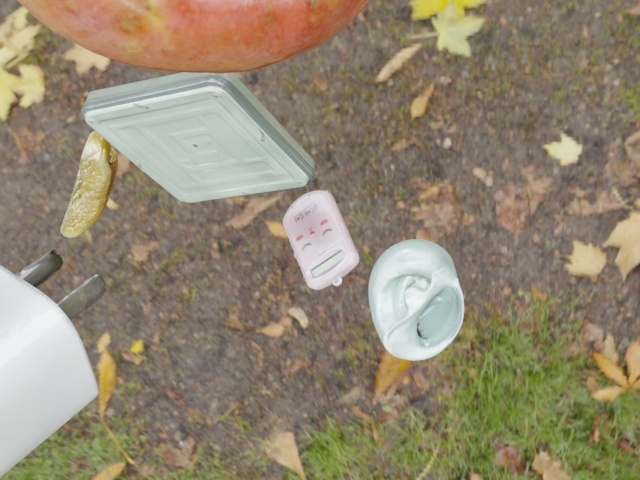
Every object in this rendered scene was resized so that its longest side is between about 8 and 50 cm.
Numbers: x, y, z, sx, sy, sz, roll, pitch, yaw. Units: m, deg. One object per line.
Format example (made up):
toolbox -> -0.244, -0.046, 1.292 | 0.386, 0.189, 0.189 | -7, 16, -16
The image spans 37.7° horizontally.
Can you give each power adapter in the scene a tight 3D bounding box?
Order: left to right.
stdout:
power adapter -> -0.288, 0.096, 0.749 | 0.187, 0.124, 0.255 | 25, 50, 31

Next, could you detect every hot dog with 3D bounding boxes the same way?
hot dog -> -0.446, -0.102, 1.831 | 0.073, 0.242, 0.084 | 21, 34, -8

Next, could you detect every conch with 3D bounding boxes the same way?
conch -> 0.180, 0.108, 1.731 | 0.185, 0.121, 0.221 | 10, 94, 29

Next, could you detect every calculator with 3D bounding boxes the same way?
calculator -> 0.000, 0.000, 1.520 | 0.100, 0.032, 0.175 | -35, 59, 20

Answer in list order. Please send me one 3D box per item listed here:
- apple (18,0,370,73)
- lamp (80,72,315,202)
apple -> -0.112, -0.316, 0.728 | 0.364, 0.364, 0.364 | -4, 64, 9
lamp -> -0.176, -0.148, 1.387 | 0.266, 0.269, 0.047 | -7, 59, 31
